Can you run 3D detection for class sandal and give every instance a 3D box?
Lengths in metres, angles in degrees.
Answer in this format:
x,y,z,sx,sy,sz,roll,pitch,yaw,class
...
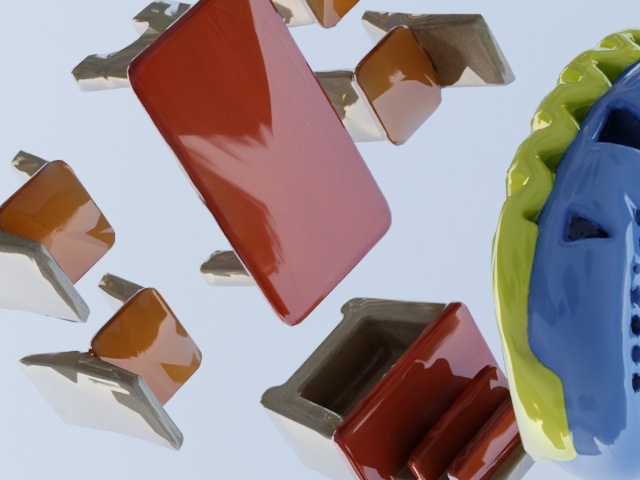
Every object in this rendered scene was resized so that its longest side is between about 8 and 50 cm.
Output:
x,y,z,sx,sy,sz,roll,pitch,yaw,class
0.173,-0.028,0.653,0.138,0.126,0.317,13,-138,37,sandal

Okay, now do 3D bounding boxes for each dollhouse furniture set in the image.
x,y,z,sx,sy,sz,roll,pitch,yaw,class
0.000,0.000,0.873,0.135,0.259,0.262,8,-133,50,dollhouse furniture set
